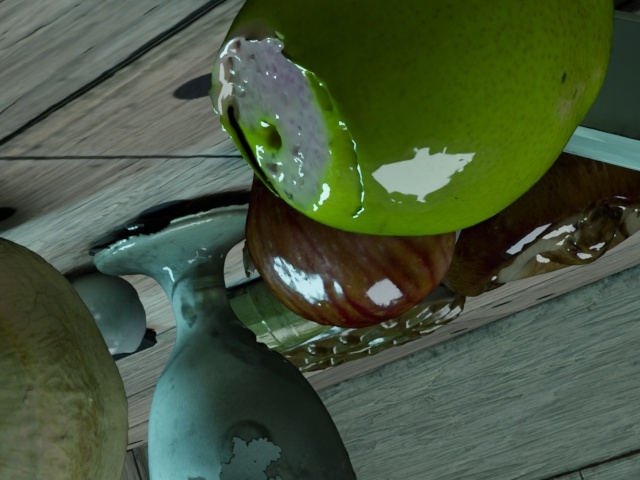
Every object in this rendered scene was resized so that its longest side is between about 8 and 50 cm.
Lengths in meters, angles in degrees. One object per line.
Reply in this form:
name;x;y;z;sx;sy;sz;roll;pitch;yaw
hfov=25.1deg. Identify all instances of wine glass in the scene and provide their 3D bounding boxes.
wine glass;-0.083;0.150;1.317;0.191;0.357;0.190;-16;168;-3

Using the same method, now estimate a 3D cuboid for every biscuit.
biscuit;0.053;0.110;2.072;0.332;0.103;0.332;-17;170;-3

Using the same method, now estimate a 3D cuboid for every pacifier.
pacifier;-0.288;0.163;1.408;0.273;0.220;0.332;-21;147;11

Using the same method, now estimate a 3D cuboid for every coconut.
coconut;-0.302;0.136;1.058;0.297;0.297;0.254;-22;171;18

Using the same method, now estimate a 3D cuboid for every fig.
fig;0.001;-0.030;1.157;0.175;0.207;0.175;-42;-160;19

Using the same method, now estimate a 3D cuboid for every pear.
pear;0.061;-0.096;0.777;0.220;0.187;0.187;-27;176;-33

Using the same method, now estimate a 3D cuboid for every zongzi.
zongzi;-0.031;0.088;1.832;0.205;0.094;0.204;-21;174;11

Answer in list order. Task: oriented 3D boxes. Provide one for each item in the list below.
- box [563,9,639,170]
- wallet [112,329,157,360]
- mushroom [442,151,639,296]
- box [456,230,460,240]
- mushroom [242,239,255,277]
box;0.199;-0.111;1.044;0.130;0.086;0.225;16;-178;20
wallet;-0.340;0.165;1.879;0.244;0.025;0.124;-19;170;9
mushroom;0.220;-0.037;1.422;0.253;0.153;0.253;-19;168;-4
box;0.085;-0.027;1.322;0.051;0.129;0.130;33;149;-15
mushroom;0.000;0.002;1.456;0.171;0.080;0.135;-19;161;-16
